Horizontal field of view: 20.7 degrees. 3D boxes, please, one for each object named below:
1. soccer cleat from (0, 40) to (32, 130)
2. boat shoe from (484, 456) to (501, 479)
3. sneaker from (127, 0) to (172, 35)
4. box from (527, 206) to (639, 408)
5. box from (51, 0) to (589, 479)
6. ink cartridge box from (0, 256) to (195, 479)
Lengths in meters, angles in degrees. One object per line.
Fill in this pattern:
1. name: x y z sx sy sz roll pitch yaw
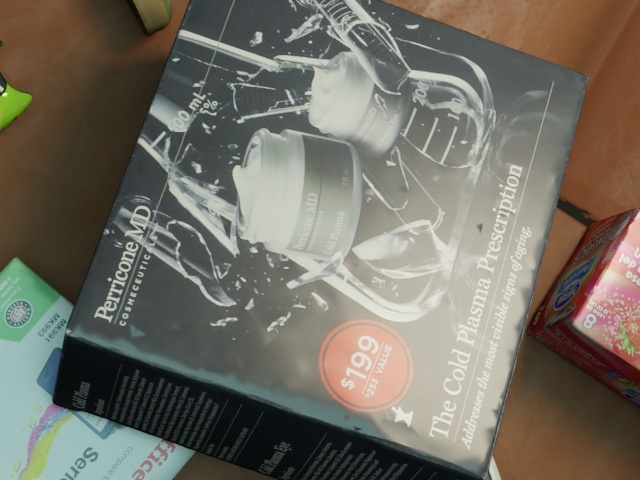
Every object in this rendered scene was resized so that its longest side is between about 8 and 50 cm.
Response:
1. soccer cleat: -0.309 -0.164 1.436 0.072 0.060 0.179 -35 87 -37
2. boat shoe: 0.102 0.254 1.439 0.095 0.112 0.335 -17 91 -17
3. sneaker: -0.149 -0.274 1.467 0.086 0.064 0.192 -25 86 -7
4. box: 0.323 0.094 1.488 0.257 0.128 0.123 34 79 -6
5. box: 0.000 0.000 1.337 0.312 0.179 0.343 19 66 -3
6. ink cartridge box: -0.215 0.140 1.400 0.212 0.093 0.154 42 78 -6
